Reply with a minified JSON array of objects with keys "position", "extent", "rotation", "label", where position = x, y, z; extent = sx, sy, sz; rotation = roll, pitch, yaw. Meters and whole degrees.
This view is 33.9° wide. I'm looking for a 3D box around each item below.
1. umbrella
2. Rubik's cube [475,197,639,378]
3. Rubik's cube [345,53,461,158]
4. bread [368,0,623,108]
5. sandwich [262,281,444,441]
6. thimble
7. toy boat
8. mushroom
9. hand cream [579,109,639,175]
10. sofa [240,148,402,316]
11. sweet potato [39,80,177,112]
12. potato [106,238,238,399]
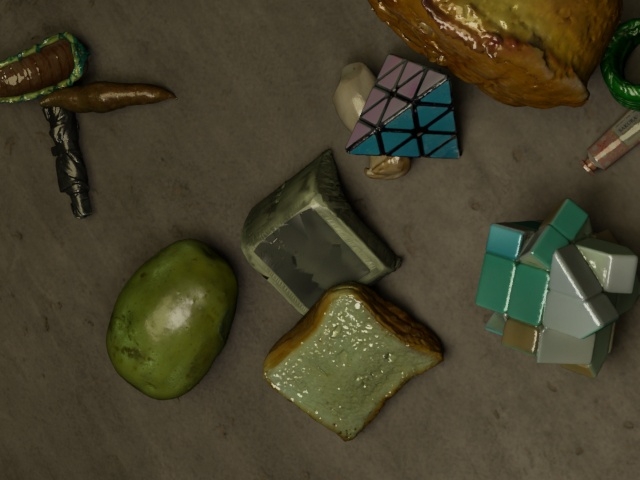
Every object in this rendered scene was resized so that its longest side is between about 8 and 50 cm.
[{"position":[-0.494,-0.158,2.077],"extent":[0.066,0.059,0.235],"rotation":[-16,87,43],"label":"umbrella"},{"position":[0.380,0.066,1.605],"extent":[0.213,0.224,0.265],"rotation":[18,105,39],"label":"Rubik's cube"},{"position":[0.103,-0.207,1.715],"extent":[0.178,0.211,0.190],"rotation":[-31,53,-8],"label":"Rubik's cube"},{"position":[0.244,-0.341,1.529],"extent":[0.398,0.398,0.215],"rotation":[35,95,18],"label":"bread"},{"position":[0.050,0.206,1.801],"extent":[0.226,0.087,0.251],"rotation":[39,113,-7],"label":"sandwich"},{"position":[0.482,-0.265,1.577],"extent":[0.118,0.090,0.130],"rotation":[27,89,28],"label":"thimble"},{"position":[-0.581,-0.330,2.082],"extent":[0.293,0.099,0.108],"rotation":[-15,89,18],"label":"toy boat"},{"position":[0.084,-0.201,1.783],"extent":[0.097,0.088,0.212],"rotation":[-22,88,13],"label":"mushroom"},{"position":[0.491,-0.180,1.623],"extent":[0.210,0.043,0.067],"rotation":[-44,72,16],"label":"hand cream"},{"position":[0.000,0.000,1.850],"extent":[0.210,0.176,0.225],"rotation":[-39,107,23],"label":"sofa"},{"position":[-0.408,-0.273,2.008],"extent":[0.274,0.067,0.067],"rotation":[0,95,15],"label":"sweet potato"},{"position":[-0.271,0.148,1.923],"extent":[0.216,0.216,0.304],"rotation":[39,112,17],"label":"potato"}]
